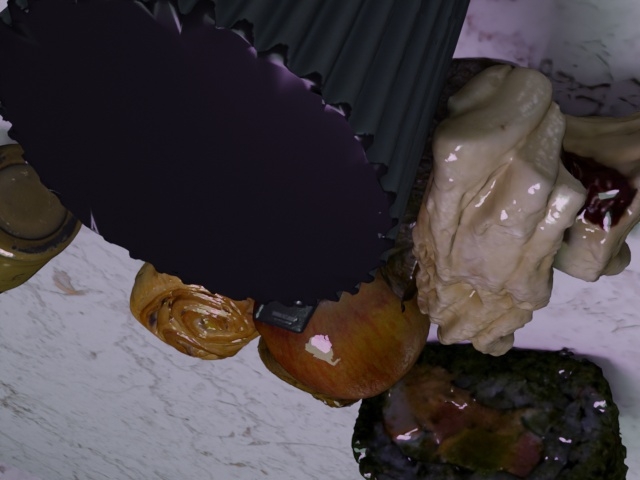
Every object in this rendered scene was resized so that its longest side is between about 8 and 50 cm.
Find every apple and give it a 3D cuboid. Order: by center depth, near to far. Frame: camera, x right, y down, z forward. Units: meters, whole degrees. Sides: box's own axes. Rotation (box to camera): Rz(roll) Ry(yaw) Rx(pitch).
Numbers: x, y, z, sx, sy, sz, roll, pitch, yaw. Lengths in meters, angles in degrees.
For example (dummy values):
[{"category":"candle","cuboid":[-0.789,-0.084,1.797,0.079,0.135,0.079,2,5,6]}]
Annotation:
[{"category":"apple","cuboid":[0.029,0.088,1.073,0.211,0.211,0.188,6,150,26]}]

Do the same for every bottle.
[{"category":"bottle","cuboid":[-0.498,-0.007,1.325,0.171,0.172,0.351,39,145,-19]}]

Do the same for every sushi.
[{"category":"sushi","cuboid":[0.220,0.294,1.159,0.351,0.294,0.178,4,136,31]}]

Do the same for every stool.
[{"category":"stool","cuboid":[-0.030,-0.166,0.665,0.297,0.330,0.297,17,145,13]}]

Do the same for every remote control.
[{"category":"remote control","cuboid":[0.000,0.000,0.906,0.063,0.025,0.245,17,122,-18]}]

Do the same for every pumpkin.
[{"category":"pumpkin","cuboid":[0.091,-0.050,0.894,0.111,0.163,0.278,25,144,7]}]

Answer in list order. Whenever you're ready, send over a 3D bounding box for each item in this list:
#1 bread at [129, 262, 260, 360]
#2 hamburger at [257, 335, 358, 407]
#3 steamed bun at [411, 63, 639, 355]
[{"category":"bread","cuboid":[-0.177,0.088,1.288,0.198,0.120,0.236,33,145,-14]},{"category":"hamburger","cuboid":[-0.007,0.180,1.297,0.183,0.130,0.206,28,148,1]},{"category":"steamed bun","cuboid":[0.216,-0.027,0.803,0.189,0.247,0.428,25,159,15]}]
